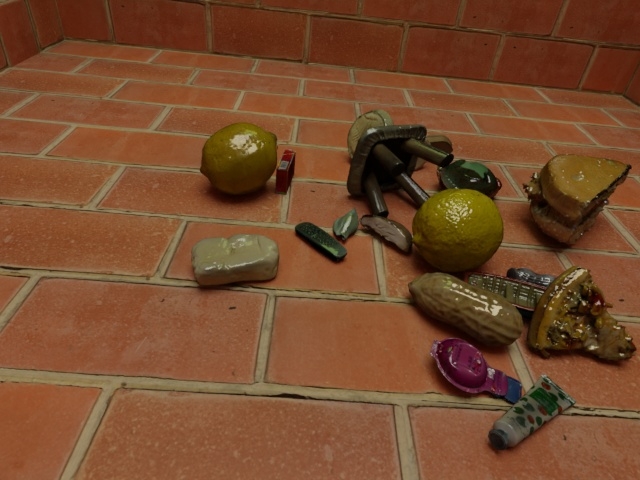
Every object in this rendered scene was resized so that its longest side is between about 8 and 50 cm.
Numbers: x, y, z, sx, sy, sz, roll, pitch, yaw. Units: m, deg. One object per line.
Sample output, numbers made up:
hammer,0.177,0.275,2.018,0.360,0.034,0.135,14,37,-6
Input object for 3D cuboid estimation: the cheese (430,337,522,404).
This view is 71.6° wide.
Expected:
cheese,0.385,0.324,1.101,0.245,0.062,0.155,28,42,5

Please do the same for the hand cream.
hand cream,0.487,0.397,1.027,0.276,0.059,0.095,-17,45,-34

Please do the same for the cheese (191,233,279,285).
cheese,-0.250,0.057,1.329,0.263,0.092,0.159,-7,42,-19

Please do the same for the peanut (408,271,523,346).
peanut,0.395,0.179,1.232,0.325,0.140,0.153,26,23,30

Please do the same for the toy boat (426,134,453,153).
toy boat,0.538,-0.434,2.081,0.189,0.116,0.061,-4,43,-10

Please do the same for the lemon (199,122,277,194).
lemon,-0.295,-0.306,1.654,0.310,0.257,0.258,-31,46,-8

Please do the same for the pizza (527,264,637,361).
pizza,0.689,0.242,1.194,0.251,0.074,0.287,-34,81,-1

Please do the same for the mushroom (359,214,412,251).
mushroom,0.241,-0.036,1.540,0.210,0.072,0.094,35,18,31

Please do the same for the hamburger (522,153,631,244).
hamburger,0.927,-0.176,1.671,0.446,0.268,0.287,-29,51,-32

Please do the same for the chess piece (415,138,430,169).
chess piece,0.349,-0.450,2.048,0.167,0.166,0.300,-17,39,-28

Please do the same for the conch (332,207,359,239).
conch,0.091,-0.065,1.563,0.088,0.065,0.180,17,44,12

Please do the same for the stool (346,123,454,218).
stool,0.289,-0.249,1.659,0.311,0.310,0.226,-13,50,-23

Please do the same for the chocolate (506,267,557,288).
chocolate,0.668,0.130,1.392,0.167,0.072,0.072,14,38,6

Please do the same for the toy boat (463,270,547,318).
toy boat,0.619,0.180,1.311,0.393,0.079,0.136,16,36,14

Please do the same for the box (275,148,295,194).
box,-0.140,-0.275,1.767,0.048,0.112,0.175,9,36,3

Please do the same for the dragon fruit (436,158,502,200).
dragon fruit,0.608,-0.234,1.824,0.269,0.129,0.295,11,37,14

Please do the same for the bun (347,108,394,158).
bun,0.243,-0.430,1.934,0.152,0.259,0.259,-4,35,-43

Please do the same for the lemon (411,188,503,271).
lemon,0.442,-0.037,1.418,0.322,0.268,0.268,-19,44,-23

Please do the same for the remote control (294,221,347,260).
remote control,0.000,0.000,1.483,0.072,0.042,0.222,-24,46,-35
